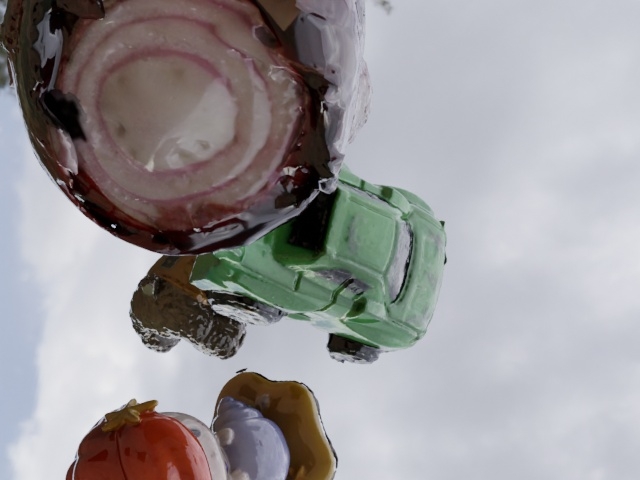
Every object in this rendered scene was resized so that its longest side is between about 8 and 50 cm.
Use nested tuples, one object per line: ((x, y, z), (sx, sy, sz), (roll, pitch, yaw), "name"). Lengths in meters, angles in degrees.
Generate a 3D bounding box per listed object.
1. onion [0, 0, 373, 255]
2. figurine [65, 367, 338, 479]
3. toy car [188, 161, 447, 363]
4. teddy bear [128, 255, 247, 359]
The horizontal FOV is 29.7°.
((-0.114, -0.165, 1.038), (0.341, 0.341, 0.341), (-31, -128, 51), "onion")
((-0.127, 0.217, 1.086), (0.208, 0.257, 0.181), (10, -86, 34), "figurine")
((0.000, 0.000, 1.362), (0.176, 0.359, 0.213), (-13, -122, 58), "toy car")
((-0.157, 0.048, 1.553), (0.177, 0.140, 0.190), (4, -127, 44), "teddy bear")
